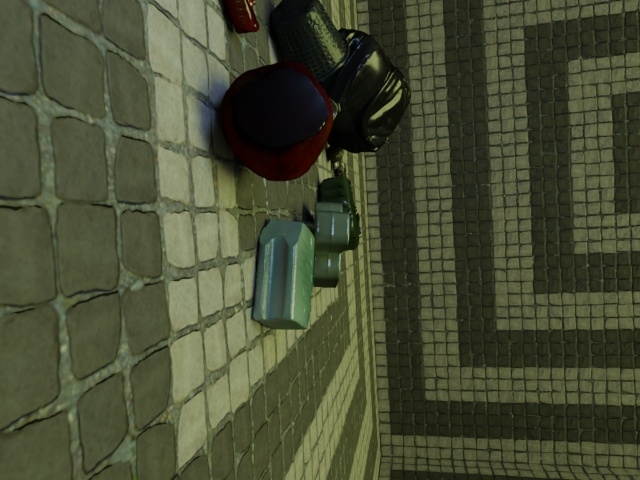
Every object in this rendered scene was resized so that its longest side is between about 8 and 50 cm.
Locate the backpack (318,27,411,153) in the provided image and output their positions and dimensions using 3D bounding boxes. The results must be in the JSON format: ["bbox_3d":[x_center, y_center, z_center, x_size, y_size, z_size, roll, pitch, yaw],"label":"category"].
[{"bbox_3d":[0.120,-0.506,1.499,0.363,0.254,0.445,-57,156,0],"label":"backpack"}]

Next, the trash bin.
[{"bbox_3d":[-0.038,-0.496,1.072,0.161,0.175,0.175,50,37,-51],"label":"trash bin"}]

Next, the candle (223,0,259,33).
[{"bbox_3d":[-0.157,-0.478,0.700,0.302,0.059,0.084,71,10,-52],"label":"candle"}]

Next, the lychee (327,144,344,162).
[{"bbox_3d":[0.056,-0.335,1.691,0.067,0.068,0.083,35,42,-20],"label":"lychee"}]

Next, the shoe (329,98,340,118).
[{"bbox_3d":[-0.020,-0.349,1.220,0.275,0.098,0.103,-58,141,-60],"label":"shoe"}]

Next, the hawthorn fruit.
[{"bbox_3d":[-0.067,-0.184,0.759,0.251,0.189,0.190,70,20,-66],"label":"hawthorn fruit"}]

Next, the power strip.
[{"bbox_3d":[0.000,0.000,1.255,0.261,0.141,0.230,97,-5,-72],"label":"power strip"}]

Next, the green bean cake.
[{"bbox_3d":[0.068,-0.092,1.537,0.222,0.124,0.227,58,29,-63],"label":"green bean cake"}]

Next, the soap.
[{"bbox_3d":[-0.069,0.063,0.916,0.145,0.091,0.231,60,30,-66],"label":"soap"}]

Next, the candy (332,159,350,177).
[{"bbox_3d":[0.087,-0.284,1.850,0.226,0.051,0.094,62,31,-65],"label":"candy"}]
